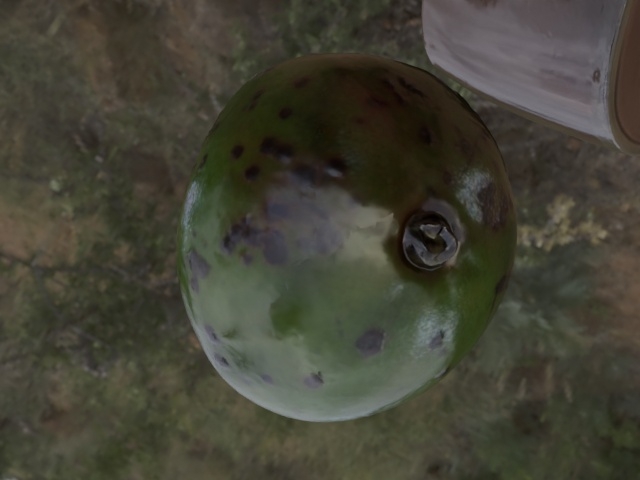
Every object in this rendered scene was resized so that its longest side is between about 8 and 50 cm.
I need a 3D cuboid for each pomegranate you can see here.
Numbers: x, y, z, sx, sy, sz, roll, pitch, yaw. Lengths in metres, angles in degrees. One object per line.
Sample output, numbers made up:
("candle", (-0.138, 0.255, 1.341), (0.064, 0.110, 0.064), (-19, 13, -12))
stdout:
("pomegranate", (0.000, 0.000, 0.657), (0.202, 0.202, 0.248), (36, 162, -26))

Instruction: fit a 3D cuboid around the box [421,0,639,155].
("box", (0.245, -0.249, 1.097), (0.216, 0.301, 0.301), (23, 163, 30))
